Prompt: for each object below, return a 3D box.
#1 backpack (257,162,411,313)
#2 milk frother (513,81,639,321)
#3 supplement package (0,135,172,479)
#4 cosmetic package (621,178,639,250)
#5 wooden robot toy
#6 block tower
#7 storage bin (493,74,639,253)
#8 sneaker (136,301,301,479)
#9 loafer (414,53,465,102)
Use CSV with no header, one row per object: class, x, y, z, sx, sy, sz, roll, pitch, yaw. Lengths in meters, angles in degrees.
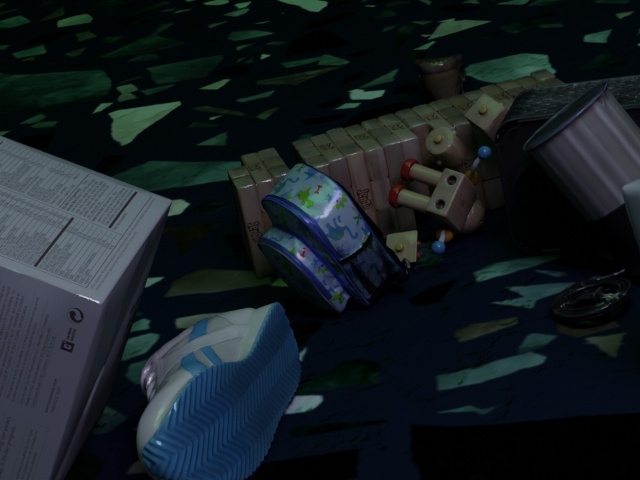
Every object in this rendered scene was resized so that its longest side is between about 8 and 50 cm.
backpack,0.000,0.000,1.422,0.084,0.114,0.105,-42,31,-15
milk frother,0.208,-0.024,1.328,0.129,0.135,0.143,-38,6,27
supplement package,-0.274,0.042,1.214,0.263,0.199,0.198,21,24,1
cosmetic package,0.391,-0.006,1.033,0.217,0.156,0.385,-22,10,-28
wooden robot toy,0.115,-0.040,1.505,0.076,0.079,0.173,21,79,35
block tower,0.086,-0.066,1.573,0.335,0.097,0.091,-15,21,-8
storage bin,0.246,-0.065,1.430,0.180,0.122,0.084,-5,21,21
sneaker,-0.086,0.118,1.230,0.092,0.087,0.228,-13,13,20
loafer,0.132,-0.179,1.901,0.056,0.050,0.148,-6,6,10
